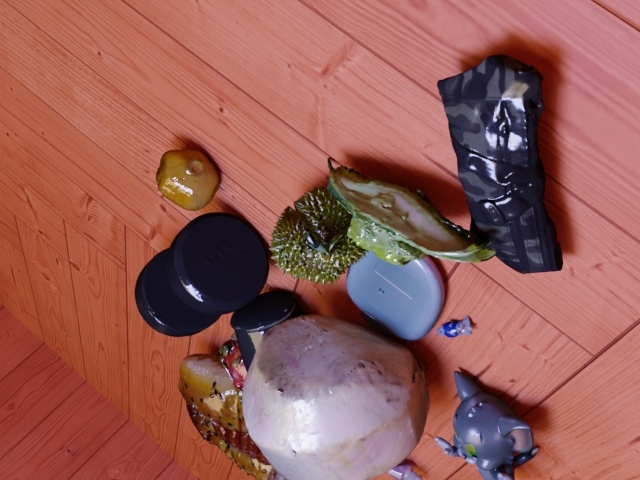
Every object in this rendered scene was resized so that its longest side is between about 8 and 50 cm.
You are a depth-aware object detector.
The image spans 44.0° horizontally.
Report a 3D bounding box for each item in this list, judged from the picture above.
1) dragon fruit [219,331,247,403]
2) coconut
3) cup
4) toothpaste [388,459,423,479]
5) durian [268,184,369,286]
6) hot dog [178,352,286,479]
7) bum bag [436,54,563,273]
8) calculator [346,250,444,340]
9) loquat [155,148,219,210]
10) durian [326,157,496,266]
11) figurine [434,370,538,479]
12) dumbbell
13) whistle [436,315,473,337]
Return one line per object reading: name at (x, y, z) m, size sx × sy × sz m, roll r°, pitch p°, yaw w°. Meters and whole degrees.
dragon fruit at (-0.154, 0.289, 1.841) m, size 0.172 × 0.166 × 0.160 m, roll 45°, pitch 145°, yaw 4°
coconut at (0.033, 0.303, 1.486) m, size 0.352 × 0.352 × 0.353 m, roll 30°, pitch 146°, yaw 23°
cup at (-0.106, 0.200, 1.705) m, size 0.177 × 0.169 × 0.223 m, roll 66°, pitch 171°, yaw -24°
toothpaste at (0.117, 0.485, 1.869) m, size 0.301 × 0.048 × 0.075 m, roll 31°, pitch 174°, yaw 34°
durian at (0.007, -0.007, 1.316) m, size 0.198 × 0.159 × 0.146 m, roll -8°, pitch 134°, yaw 49°
hot dog at (-0.225, 0.457, 2.108) m, size 0.365 × 0.196 × 0.367 m, roll 31°, pitch 144°, yaw 28°
bum bag at (0.232, -0.086, 1.023) m, size 0.144 × 0.095 × 0.340 m, roll 15°, pitch 140°, yaw 36°
calculator at (0.127, 0.092, 1.400) m, size 0.185 × 0.041 × 0.299 m, roll 37°, pitch 149°, yaw 13°
loquat at (-0.263, -0.119, 1.555) m, size 0.137 × 0.113 × 0.137 m, roll 20°, pitch 163°, yaw 6°
durian at (0.112, -0.032, 1.176) m, size 0.375 × 0.132 × 0.107 m, roll 30°, pitch 153°, yaw 46°
figurine at (0.322, 0.384, 1.428) m, size 0.265 × 0.140 × 0.193 m, roll 49°, pitch 174°, yaw -30°
dumbbell at (-0.258, 0.081, 1.683) m, size 0.204 × 0.204 × 0.322 m, roll 48°, pitch 148°, yaw -5°
whistle at (0.230, 0.150, 1.363) m, size 0.083 × 0.029 × 0.033 m, roll -20°, pitch 74°, yaw 51°
